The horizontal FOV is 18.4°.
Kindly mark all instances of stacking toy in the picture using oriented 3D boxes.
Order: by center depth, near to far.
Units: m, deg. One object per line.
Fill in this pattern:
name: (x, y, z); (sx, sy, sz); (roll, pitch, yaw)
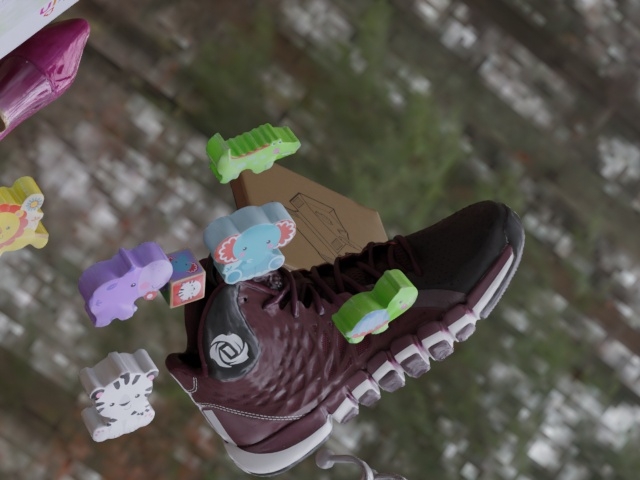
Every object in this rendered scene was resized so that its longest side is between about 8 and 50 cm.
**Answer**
stacking toy: (-0.075, 0.009, 1.133); (0.167, 0.221, 0.052); (53, -29, 36)

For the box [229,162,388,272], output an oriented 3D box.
box: (0.000, 0.000, 1.745); (0.021, 0.164, 0.201); (-56, -155, 21)

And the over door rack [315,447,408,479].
over door rack: (-0.011, 0.357, 1.832); (0.108, 0.239, 0.324); (23, -95, 28)

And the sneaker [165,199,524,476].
sneaker: (0.006, 0.037, 1.445); (0.281, 0.162, 0.106); (-41, -155, 4)

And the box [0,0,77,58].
box: (-0.221, -0.192, 1.144); (0.262, 0.127, 0.231); (-42, 173, -28)

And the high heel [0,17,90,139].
high heel: (-0.284, -0.145, 1.771); (0.117, 0.082, 0.244); (-46, -167, -19)
